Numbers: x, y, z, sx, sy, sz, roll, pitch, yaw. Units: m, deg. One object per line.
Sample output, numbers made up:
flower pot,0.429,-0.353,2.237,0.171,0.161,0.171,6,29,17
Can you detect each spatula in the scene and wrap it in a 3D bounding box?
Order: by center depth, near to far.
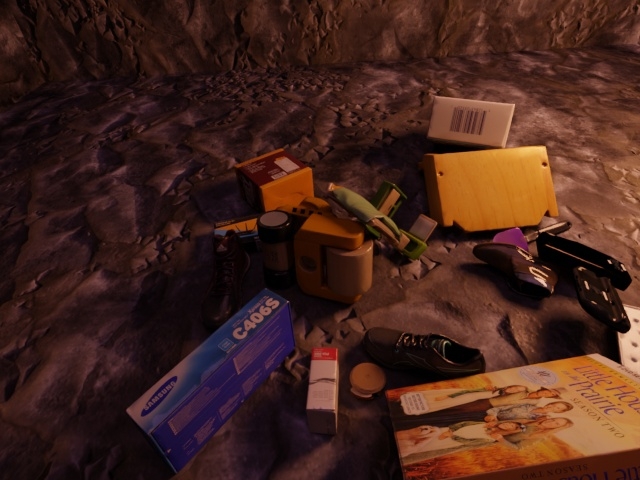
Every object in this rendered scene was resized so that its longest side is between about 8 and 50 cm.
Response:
spatula,0.623,-0.014,1.180,0.296,0.030,0.084,-16,82,-22

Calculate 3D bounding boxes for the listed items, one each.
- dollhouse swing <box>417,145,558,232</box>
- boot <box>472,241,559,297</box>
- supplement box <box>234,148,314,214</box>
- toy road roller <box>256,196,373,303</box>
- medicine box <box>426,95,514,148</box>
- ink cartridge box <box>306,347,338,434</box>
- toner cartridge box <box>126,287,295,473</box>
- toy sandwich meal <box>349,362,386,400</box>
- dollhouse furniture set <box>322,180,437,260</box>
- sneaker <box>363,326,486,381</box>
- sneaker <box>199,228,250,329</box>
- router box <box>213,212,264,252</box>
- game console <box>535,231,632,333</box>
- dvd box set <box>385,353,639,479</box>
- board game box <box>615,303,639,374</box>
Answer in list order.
dollhouse swing,0.514,-0.167,1.361,0.346,0.305,0.316,-6,82,-2
boot,0.502,0.073,1.059,0.219,0.082,0.106,17,42,20
supplement box,-0.157,-0.194,1.391,0.191,0.129,0.194,-27,45,-24
toy road roller,0.000,0.000,1.096,0.329,0.203,0.241,12,37,21
medicine box,0.550,-0.422,1.501,0.263,0.149,0.289,13,13,19
ink cartridge box,0.006,0.300,0.816,0.056,0.099,0.135,0,40,5
toner cartridge box,-0.194,0.268,0.821,0.075,0.165,0.348,24,47,30
toy sandwich meal,0.100,0.300,0.866,0.085,0.029,0.086,-2,35,2
dollhouse furniture set,0.175,-0.091,1.092,0.197,0.301,0.151,36,94,40
sneaker,0.221,0.232,0.878,0.267,0.106,0.101,14,44,22
sneaker,-0.259,0.077,1.052,0.106,0.163,0.282,-2,40,3
router box,-0.233,-0.018,1.253,0.178,0.046,0.133,-12,41,-9
game console,0.632,0.087,0.970,0.213,0.044,0.361,25,31,13
dvd box set,0.326,0.292,0.653,0.419,0.062,0.307,-12,2,5
board game box,0.785,0.322,0.766,0.389,0.050,0.390,14,43,19
